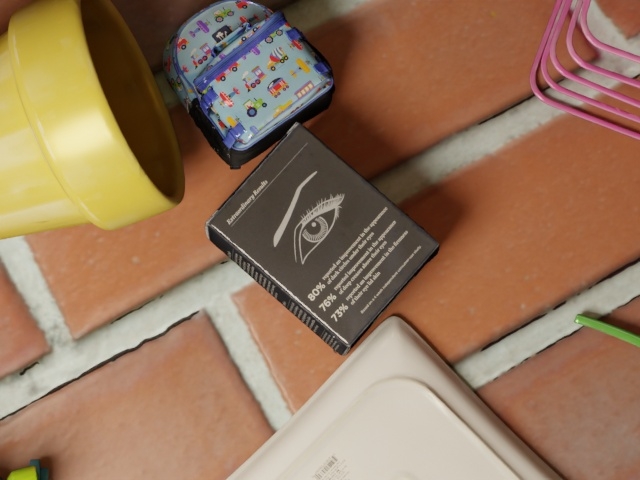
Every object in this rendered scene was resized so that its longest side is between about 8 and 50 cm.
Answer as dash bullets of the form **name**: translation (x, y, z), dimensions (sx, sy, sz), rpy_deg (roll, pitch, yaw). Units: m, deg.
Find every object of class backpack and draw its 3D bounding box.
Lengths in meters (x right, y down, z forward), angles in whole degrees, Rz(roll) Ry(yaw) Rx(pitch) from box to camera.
- **backpack**: translation (-0.086, -0.191, 1.804), dimensions (0.158, 0.117, 0.173), rpy_deg (-35, 81, -9)

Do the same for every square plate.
- **square plate**: translation (0.081, 0.315, 1.763), dimensions (0.347, 0.049, 0.344), rpy_deg (-44, 86, -9)

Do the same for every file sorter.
- **file sorter**: translation (0.354, -0.229, 1.751), dimensions (0.202, 0.290, 0.182), rpy_deg (20, 83, 0)

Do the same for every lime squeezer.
- **lime squeezer**: translation (0.411, 0.181, 1.813), dimensions (0.110, 0.059, 0.310), rpy_deg (-37, 85, 22)

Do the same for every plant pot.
- **plant pot**: translation (-0.300, -0.110, 1.726), dimensions (0.239, 0.254, 0.254), rpy_deg (-22, 82, 10)

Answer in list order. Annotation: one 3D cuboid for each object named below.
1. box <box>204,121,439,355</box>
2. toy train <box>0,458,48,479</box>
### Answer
- **box**: translation (0.000, 0.000, 1.780), dimensions (0.207, 0.108, 0.153), rpy_deg (42, 81, 4)
- **toy train**: translation (-0.345, 0.254, 1.649), dimensions (0.143, 0.248, 0.105), rpy_deg (-3, 81, -9)
